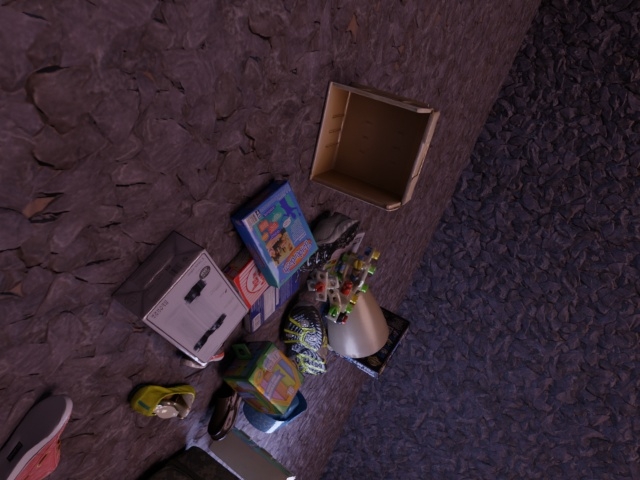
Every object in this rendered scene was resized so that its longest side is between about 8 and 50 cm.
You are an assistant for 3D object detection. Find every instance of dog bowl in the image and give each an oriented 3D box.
[{"bbox_3d":[-0.162,0.580,1.477,0.074,0.166,0.297,-53,158,7],"label":"dog bowl"}]

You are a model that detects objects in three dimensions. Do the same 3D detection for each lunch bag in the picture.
[{"bbox_3d":[-0.340,0.731,1.083,0.256,0.305,0.212,-7,120,-64],"label":"lunch bag"}]

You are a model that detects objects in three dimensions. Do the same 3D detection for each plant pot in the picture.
[{"bbox_3d":[0.134,0.284,1.695,0.256,0.257,0.273,-43,134,-37],"label":"plant pot"}]

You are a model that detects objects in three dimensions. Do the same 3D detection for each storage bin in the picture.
[{"bbox_3d":[0.134,-0.246,1.084,0.123,0.261,0.262,-34,143,-55],"label":"storage bin"}]

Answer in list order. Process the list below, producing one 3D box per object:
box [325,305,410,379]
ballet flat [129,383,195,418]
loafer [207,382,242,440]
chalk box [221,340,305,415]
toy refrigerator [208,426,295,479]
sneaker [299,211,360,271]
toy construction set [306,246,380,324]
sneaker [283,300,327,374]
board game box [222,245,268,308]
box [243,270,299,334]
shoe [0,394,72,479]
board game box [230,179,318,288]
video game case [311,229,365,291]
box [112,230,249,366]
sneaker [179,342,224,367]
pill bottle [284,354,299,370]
[{"bbox_3d":[0.199,0.413,1.852,0.293,0.296,0.073,-48,150,-32],"label":"box"},{"bbox_3d":[-0.349,0.384,0.981,0.077,0.077,0.231,-59,156,-11],"label":"ballet flat"},{"bbox_3d":[-0.282,0.473,1.233,0.078,0.080,0.219,35,72,-43],"label":"loafer"},{"bbox_3d":[-0.175,0.374,1.189,0.213,0.133,0.132,51,49,-20],"label":"chalk box"},{"bbox_3d":[-0.217,0.712,1.352,0.094,0.270,0.102,-57,155,-16],"label":"toy refrigerator"},{"bbox_3d":[0.000,0.000,1.265,0.272,0.108,0.100,-35,148,-36],"label":"sneaker"},{"bbox_3d":[0.082,0.147,1.401,0.328,0.151,0.214,-21,137,-55],"label":"toy construction set"},{"bbox_3d":[-0.050,0.333,1.514,0.147,0.145,0.384,-86,174,-46],"label":"sneaker"},{"bbox_3d":[-0.156,0.061,1.075,0.193,0.045,0.146,-51,152,-26],"label":"board game box"},{"bbox_3d":[-0.139,0.153,1.217,0.225,0.037,0.136,-41,149,-40],"label":"box"},{"bbox_3d":[-0.472,0.341,0.713,0.178,0.064,0.081,-53,156,-10],"label":"shoe"},{"bbox_3d":[-0.102,-0.015,1.009,0.160,0.047,0.210,-45,128,-31],"label":"board game box"},{"bbox_3d":[0.062,0.068,1.490,0.227,0.026,0.206,-15,133,-58],"label":"video game case"},{"bbox_3d":[-0.270,0.133,0.870,0.169,0.087,0.289,-53,154,-21],"label":"box"},{"bbox_3d":[-0.286,0.266,1.027,0.158,0.061,0.064,9,96,-75],"label":"sneaker"},{"bbox_3d":[-0.165,0.454,1.378,0.215,0.117,0.117,8,108,-65],"label":"pill bottle"}]
